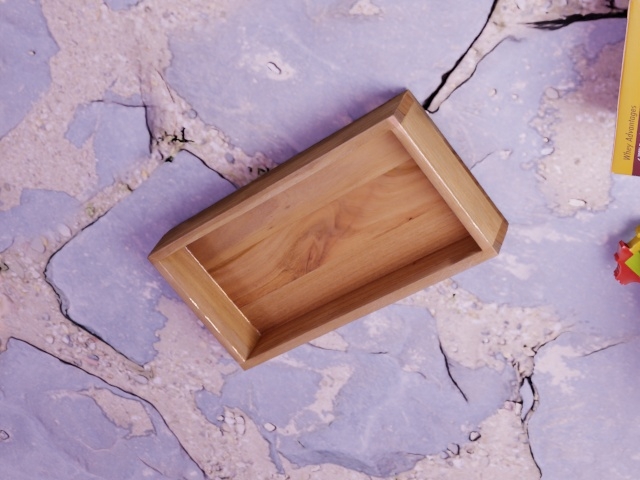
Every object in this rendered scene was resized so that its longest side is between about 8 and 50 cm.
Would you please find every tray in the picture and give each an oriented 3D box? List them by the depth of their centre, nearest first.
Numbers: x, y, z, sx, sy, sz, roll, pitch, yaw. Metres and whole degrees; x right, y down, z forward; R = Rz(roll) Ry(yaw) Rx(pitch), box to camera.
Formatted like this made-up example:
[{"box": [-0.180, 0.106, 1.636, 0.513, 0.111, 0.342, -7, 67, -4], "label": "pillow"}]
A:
[{"box": [0.000, 0.000, 1.456, 0.411, 0.076, 0.203, -27, 110, 35], "label": "tray"}]

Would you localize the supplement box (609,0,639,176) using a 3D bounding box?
[{"box": [0.390, -0.162, 1.145, 0.194, 0.129, 0.191, 9, 126, 17], "label": "supplement box"}]

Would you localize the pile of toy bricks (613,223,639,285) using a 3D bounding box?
[{"box": [0.404, 0.087, 1.310, 0.212, 0.118, 0.105, 40, 111, -17], "label": "pile of toy bricks"}]
